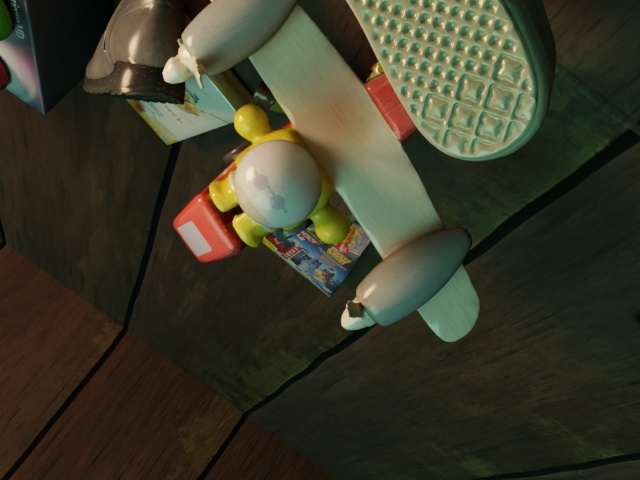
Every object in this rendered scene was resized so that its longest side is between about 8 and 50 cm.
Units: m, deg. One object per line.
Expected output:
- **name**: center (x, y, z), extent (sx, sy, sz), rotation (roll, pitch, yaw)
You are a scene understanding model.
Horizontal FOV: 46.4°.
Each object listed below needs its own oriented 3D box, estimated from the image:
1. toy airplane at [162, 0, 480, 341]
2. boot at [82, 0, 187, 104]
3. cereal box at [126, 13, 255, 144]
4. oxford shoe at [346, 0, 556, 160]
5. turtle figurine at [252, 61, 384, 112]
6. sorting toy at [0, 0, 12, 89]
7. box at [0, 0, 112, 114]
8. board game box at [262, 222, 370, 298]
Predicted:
- **toy airplane**: center (0.013, -0.096, 0.794), extent (0.386, 0.272, 0.385), rotation (17, 117, 15)
- **boot**: center (-0.225, -0.292, 0.961), extent (0.118, 0.223, 0.338), rotation (2, -171, -28)
- **cereal box**: center (-0.227, -0.243, 1.162), extent (0.240, 0.047, 0.173), rotation (-7, 131, 52)
- **oxford shoe**: center (0.071, -0.282, 0.622), extent (0.169, 0.130, 0.449), rotation (-22, 97, 34)
- **turtle figurine**: center (0.018, -0.158, 0.986), extent (0.217, 0.087, 0.269), rotation (33, 152, 3)
- **sorting toy**: center (-0.482, -0.262, 0.945), extent (0.127, 0.126, 0.365), rotation (38, 151, -8)
- **box**: center (-0.467, -0.386, 1.060), extent (0.294, 0.183, 0.296), rotation (32, 152, 2)
- **board game box**: center (0.000, 0.000, 1.283), extent (0.194, 0.060, 0.194), rotation (40, 151, -10)
